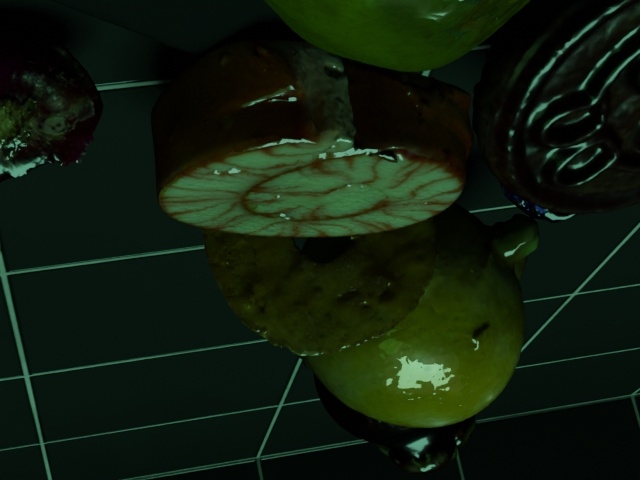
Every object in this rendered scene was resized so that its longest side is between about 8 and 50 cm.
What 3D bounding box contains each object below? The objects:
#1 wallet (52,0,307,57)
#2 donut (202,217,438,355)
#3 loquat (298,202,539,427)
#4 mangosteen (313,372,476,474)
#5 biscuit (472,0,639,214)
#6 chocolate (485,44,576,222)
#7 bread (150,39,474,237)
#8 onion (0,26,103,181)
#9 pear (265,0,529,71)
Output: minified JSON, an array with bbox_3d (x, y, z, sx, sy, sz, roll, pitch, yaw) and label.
[{"bbox_3d":[-0.108,-0.244,1.122,0.228,0.062,0.406,-25,157,32],"label":"wallet"},{"bbox_3d":[-0.001,-0.003,1.548,0.277,0.278,0.108,-11,171,-1],"label":"donut"},{"bbox_3d":[0.134,0.076,1.738,0.359,0.328,0.328,-32,154,20],"label":"loquat"},{"bbox_3d":[0.132,0.217,2.131,0.297,0.313,0.297,-1,166,0],"label":"mangosteen"},{"bbox_3d":[0.352,-0.171,1.380,0.407,0.091,0.407,-18,148,-12],"label":"biscuit"},{"bbox_3d":[0.272,-0.148,1.548,0.148,0.126,0.343,22,160,19],"label":"chocolate"},{"bbox_3d":[-0.013,-0.090,1.353,0.327,0.114,0.295,7,160,-32],"label":"bread"},{"bbox_3d":[-0.304,-0.134,1.243,0.173,0.135,0.198,-25,-157,-15],"label":"onion"},{"bbox_3d":[0.060,-0.250,0.937,0.269,0.269,0.321,-10,164,-6],"label":"pear"}]
